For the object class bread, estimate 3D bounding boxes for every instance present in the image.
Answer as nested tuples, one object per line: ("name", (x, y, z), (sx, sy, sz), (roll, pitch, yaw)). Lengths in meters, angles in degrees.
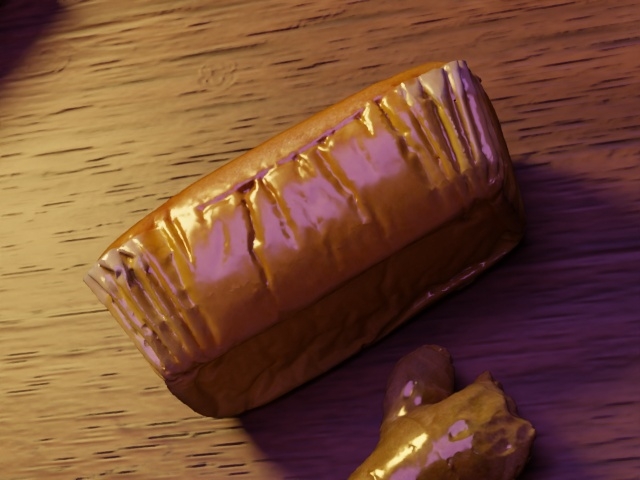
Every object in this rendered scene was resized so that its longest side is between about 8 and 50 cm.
("bread", (0.000, 0.000, 1.122), (0.288, 0.152, 0.119), (-31, 65, 5))

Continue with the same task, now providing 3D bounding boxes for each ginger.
("ginger", (0.019, 0.201, 1.068), (0.118, 0.065, 0.299), (29, 77, 43))
